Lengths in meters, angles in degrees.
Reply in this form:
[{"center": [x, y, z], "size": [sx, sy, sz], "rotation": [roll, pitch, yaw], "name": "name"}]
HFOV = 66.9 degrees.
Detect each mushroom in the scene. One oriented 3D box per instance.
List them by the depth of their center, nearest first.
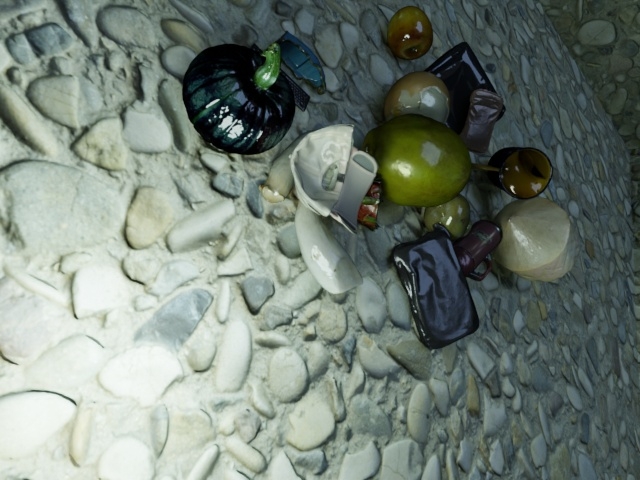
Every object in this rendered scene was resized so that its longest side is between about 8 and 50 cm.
[{"center": [0.000, 0.000, 1.151], "size": [0.118, 0.103, 0.270], "rotation": [-19, 83, -44], "name": "mushroom"}, {"center": [-0.054, -0.191, 1.177], "size": [0.099, 0.096, 0.278], "rotation": [24, 48, 19], "name": "mushroom"}]

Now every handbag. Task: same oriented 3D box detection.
[{"center": [0.328, 0.130, 1.387], "size": [0.191, 0.075, 0.333], "rotation": [-20, 90, -14], "name": "handbag"}, {"center": [0.461, -0.495, 1.714], "size": [0.275, 0.178, 0.302], "rotation": [-37, 108, 1], "name": "handbag"}]

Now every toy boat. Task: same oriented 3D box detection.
[{"center": [-0.052, -0.461, 1.277], "size": [0.185, 0.075, 0.077], "rotation": [34, 52, -35], "name": "toy boat"}]

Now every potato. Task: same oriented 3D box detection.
[{"center": [0.402, -0.067, 1.499], "size": [0.194, 0.157, 0.157], "rotation": [26, 58, -50], "name": "potato"}]

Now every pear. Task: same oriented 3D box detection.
[{"center": [0.269, -0.221, 1.365], "size": [0.321, 0.269, 0.269], "rotation": [15, 64, -14], "name": "pear"}]

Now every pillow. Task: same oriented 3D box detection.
[{"center": [0.544, -0.402, 1.648], "size": [0.135, 0.034, 0.211], "rotation": [12, 102, -17], "name": "pillow"}]

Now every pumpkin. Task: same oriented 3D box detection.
[{"center": [-0.153, -0.312, 1.014], "size": [0.248, 0.248, 0.248], "rotation": [16, 65, -38], "name": "pumpkin"}]

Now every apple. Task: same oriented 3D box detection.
[{"center": [0.306, -0.707, 1.645], "size": [0.163, 0.146, 0.147], "rotation": [7, 67, -39], "name": "apple"}]

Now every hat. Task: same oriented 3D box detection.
[{"center": [0.031, -0.137, 1.138], "size": [0.226, 0.164, 0.220], "rotation": [59, 48, -67], "name": "hat"}]

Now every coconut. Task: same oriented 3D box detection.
[{"center": [0.740, -0.012, 1.706], "size": [0.328, 0.328, 0.329], "rotation": [16, 65, -38], "name": "coconut"}]

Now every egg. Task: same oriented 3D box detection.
[{"center": [0.302, -0.423, 1.506], "size": [0.201, 0.201, 0.244], "rotation": [47, 40, -21], "name": "egg"}]

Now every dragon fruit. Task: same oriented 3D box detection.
[{"center": [0.121, -0.112, 1.299], "size": [0.175, 0.142, 0.138], "rotation": [34, 13, -7], "name": "dragon fruit"}]

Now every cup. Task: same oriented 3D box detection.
[{"center": [0.685, -0.280, 1.783], "size": [0.255, 0.178, 0.256], "rotation": [34, 14, -2], "name": "cup"}]

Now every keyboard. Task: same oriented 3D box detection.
[{"center": [-0.106, -0.420, 1.259], "size": [0.202, 0.011, 0.067], "rotation": [38, 52, -27], "name": "keyboard"}]

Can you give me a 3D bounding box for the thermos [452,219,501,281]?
[{"center": [0.474, 0.054, 1.557], "size": [0.330, 0.109, 0.136], "rotation": [-31, 98, -44], "name": "thermos"}]
